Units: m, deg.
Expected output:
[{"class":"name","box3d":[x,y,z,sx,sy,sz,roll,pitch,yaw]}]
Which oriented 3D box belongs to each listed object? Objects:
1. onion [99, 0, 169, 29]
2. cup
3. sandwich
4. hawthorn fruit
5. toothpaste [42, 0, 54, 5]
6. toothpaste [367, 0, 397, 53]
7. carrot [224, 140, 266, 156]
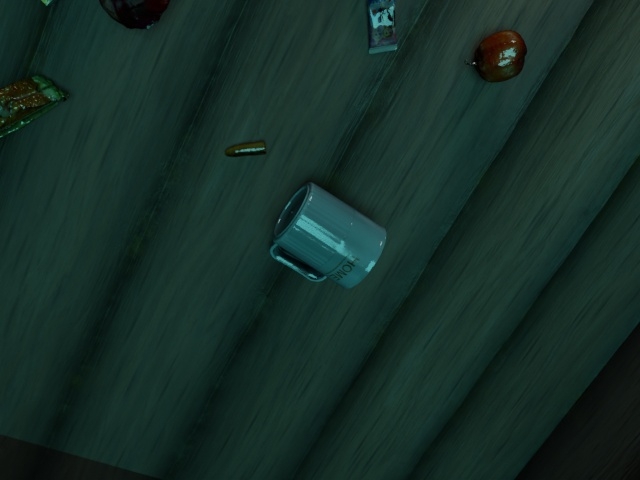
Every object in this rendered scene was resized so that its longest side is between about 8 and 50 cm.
[{"class":"onion","box3d":[-0.509,-0.728,1.629,0.252,0.219,0.252,10,108,35]},{"class":"cup","box3d":[0.010,-0.018,2.004,0.311,0.331,0.256,33,72,-17]},{"class":"sandwich","box3d":[-0.932,-0.396,1.718,0.292,0.212,0.109,-27,100,19]},{"class":"hawthorn fruit","box3d":[0.560,-0.587,1.858,0.194,0.157,0.156,-11,114,4]},{"class":"toothpaste","box3d":[-0.860,-0.809,1.612,0.089,0.071,0.313,-40,113,12]},{"class":"toothpaste","box3d":[0.190,-0.725,1.806,0.096,0.061,0.266,-10,120,-5]},{"class":"carrot","box3d":[-0.251,-0.303,1.926,0.139,0.048,0.048,-7,114,-3]}]
